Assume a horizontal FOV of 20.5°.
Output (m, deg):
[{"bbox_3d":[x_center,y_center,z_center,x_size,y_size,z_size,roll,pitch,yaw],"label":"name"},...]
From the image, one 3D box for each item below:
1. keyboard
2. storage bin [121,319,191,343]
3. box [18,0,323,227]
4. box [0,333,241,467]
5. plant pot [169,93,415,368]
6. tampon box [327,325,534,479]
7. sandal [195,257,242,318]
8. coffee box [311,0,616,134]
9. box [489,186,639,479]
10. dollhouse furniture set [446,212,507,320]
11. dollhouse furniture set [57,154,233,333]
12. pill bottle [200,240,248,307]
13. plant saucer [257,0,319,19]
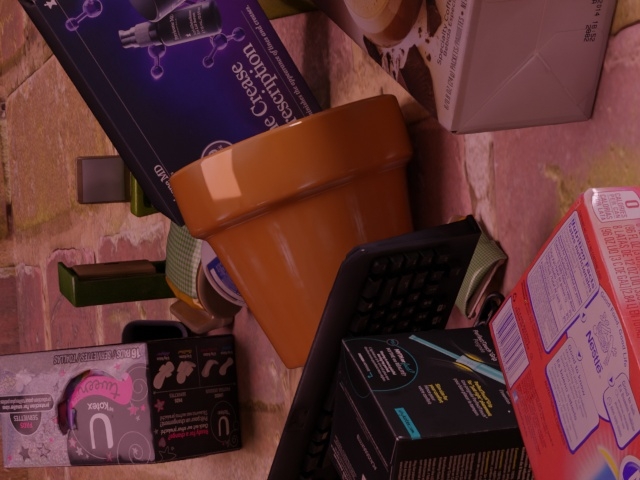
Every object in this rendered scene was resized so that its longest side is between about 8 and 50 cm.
[{"bbox_3d":[0.060,0.113,1.334,0.033,0.201,0.317,48,136,33],"label":"keyboard"},{"bbox_3d":[-0.190,0.159,2.217,0.091,0.098,0.135,-40,-51,-79],"label":"storage bin"},{"bbox_3d":[-0.140,-0.174,1.689,0.261,0.184,0.103,58,172,-22],"label":"box"},{"bbox_3d":[-0.238,0.191,2.073,0.247,0.163,0.142,-8,86,36],"label":"box"},{"bbox_3d":[0.000,0.000,1.494,0.188,0.205,0.205,69,160,2],"label":"plant pot"},{"bbox_3d":[0.102,0.135,1.235,0.120,0.161,0.101,-120,31,-54],"label":"tampon box"},{"bbox_3d":[-0.091,0.018,1.942,0.049,0.072,0.180,42,132,35],"label":"sandal"},{"bbox_3d":[0.083,-0.218,1.256,0.297,0.119,0.168,-130,40,-50],"label":"coffee box"},{"bbox_3d":[0.213,0.131,0.941,0.154,0.142,0.300,115,146,-54],"label":"box"},{"bbox_3d":[0.077,0.048,1.386,0.151,0.059,0.076,-63,29,20],"label":"dollhouse furniture set"},{"bbox_3d":[-0.218,-0.008,2.153,0.301,0.151,0.197,-153,62,-68],"label":"dollhouse furniture set"},{"bbox_3d":[-0.041,-0.005,1.705,0.187,0.112,0.112,144,121,-68],"label":"pill bottle"},{"bbox_3d":[-0.048,-0.320,1.776,0.188,0.045,0.188,-171,79,-70],"label":"plant saucer"}]
